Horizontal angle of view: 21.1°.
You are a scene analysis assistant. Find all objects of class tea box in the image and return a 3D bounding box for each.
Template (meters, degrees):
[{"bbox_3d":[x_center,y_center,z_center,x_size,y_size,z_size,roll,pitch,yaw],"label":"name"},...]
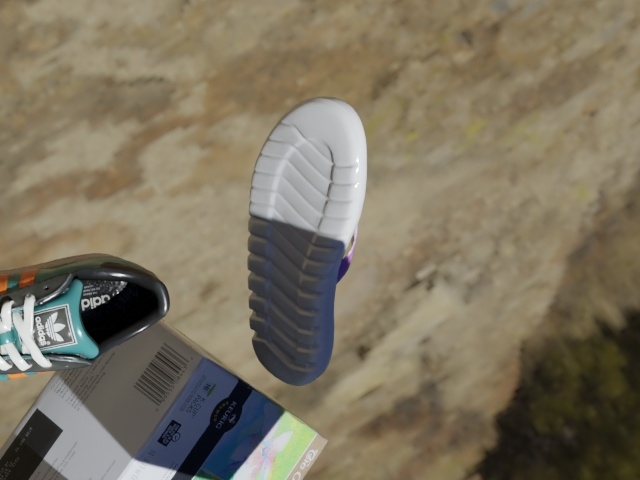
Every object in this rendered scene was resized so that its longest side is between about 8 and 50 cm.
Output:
[{"bbox_3d":[-0.224,0.302,2.348,0.329,0.220,0.323,-55,140,-3],"label":"tea box"}]

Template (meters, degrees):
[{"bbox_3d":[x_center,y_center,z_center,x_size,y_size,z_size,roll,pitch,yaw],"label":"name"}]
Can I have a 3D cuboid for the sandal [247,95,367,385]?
[{"bbox_3d":[-0.012,-0.007,2.233,0.102,0.169,0.416,-24,136,-47],"label":"sandal"}]

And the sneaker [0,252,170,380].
[{"bbox_3d":[-0.280,0.076,1.591,0.302,0.108,0.121,-19,-168,-31],"label":"sneaker"}]
